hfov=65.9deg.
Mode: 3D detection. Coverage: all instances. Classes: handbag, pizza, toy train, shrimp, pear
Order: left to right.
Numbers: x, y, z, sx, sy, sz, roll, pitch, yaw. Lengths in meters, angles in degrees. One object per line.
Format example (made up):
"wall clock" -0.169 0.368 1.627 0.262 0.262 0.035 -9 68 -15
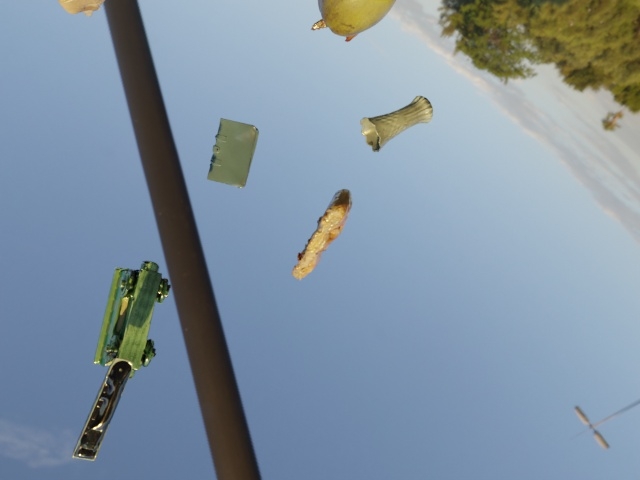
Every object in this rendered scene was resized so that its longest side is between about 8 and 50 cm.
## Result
"toy train" -0.422 0.324 0.963 0.043 0.208 0.047 23 179 -24
"toy train" -0.486 0.202 1.275 0.120 0.202 0.301 16 -105 -32
"handbag" -0.306 -0.302 1.716 0.144 0.221 0.057 14 -174 2
"pizza" 0.000 0.000 1.340 0.071 0.297 0.189 33 -163 -4
"shrimp" 0.037 -0.452 1.045 0.023 0.114 0.083 35 -140 -73
"pear" 0.048 -0.328 0.631 0.107 0.131 0.107 38 -154 -23

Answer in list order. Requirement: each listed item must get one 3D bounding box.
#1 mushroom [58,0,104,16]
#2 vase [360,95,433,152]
"mushroom" -0.294 -0.333 0.537 0.092 0.081 0.223 -15 -120 -26
"vase" 0.167 -0.256 1.059 0.148 0.081 0.081 -28 -116 -12
